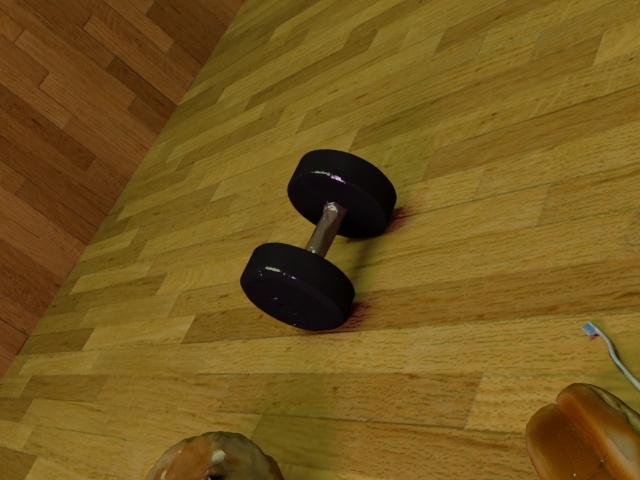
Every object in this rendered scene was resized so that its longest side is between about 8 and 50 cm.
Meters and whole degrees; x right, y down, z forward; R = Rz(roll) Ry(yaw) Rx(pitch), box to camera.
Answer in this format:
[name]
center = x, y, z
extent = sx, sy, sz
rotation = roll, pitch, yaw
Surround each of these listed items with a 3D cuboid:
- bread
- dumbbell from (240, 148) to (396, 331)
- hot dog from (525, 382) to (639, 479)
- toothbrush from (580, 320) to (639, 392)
[bread]
center = -0.121, 0.333, 0.886
extent = 0.244, 0.134, 0.244
rotation = -35, 31, 25
[dumbbell]
center = 0.000, 0.000, 1.111
extent = 0.152, 0.152, 0.218
rotation = -14, 44, 52
[hot dog]
center = 0.227, 0.195, 0.568
extent = 0.109, 0.072, 0.269
rotation = -42, 28, 13
[toothbrush]
center = 0.260, 0.107, 0.700
extent = 0.013, 0.011, 0.131
rotation = -34, 27, 6
